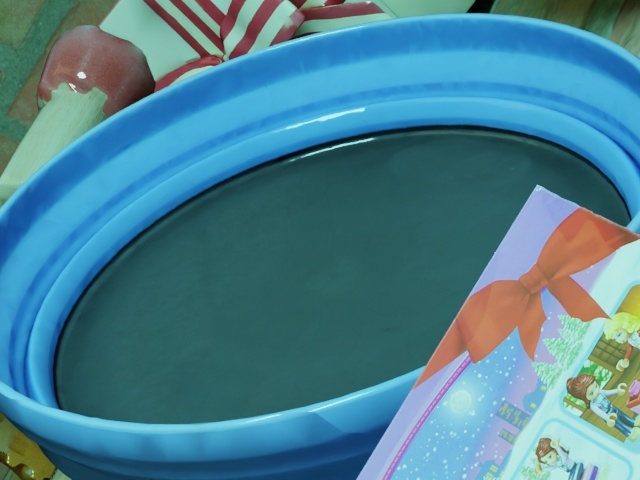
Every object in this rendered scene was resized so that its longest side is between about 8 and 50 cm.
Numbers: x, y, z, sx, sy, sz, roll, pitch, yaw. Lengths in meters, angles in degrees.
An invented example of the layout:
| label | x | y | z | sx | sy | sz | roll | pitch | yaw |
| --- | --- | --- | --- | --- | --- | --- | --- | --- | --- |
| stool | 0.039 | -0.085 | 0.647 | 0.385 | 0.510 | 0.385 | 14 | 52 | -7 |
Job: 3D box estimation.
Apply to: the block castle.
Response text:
| label | x | y | z | sx | sy | sz | roll | pitch | yaw |
| --- | --- | --- | --- | --- | --- | --- | --- | --- | --- |
| block castle | -0.189 | 0.037 | 1.258 | 0.453 | 0.303 | 0.212 | -39 | 23 | 47 |

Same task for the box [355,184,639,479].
| label | x | y | z | sx | sy | sz | roll | pitch | yaw |
| --- | --- | --- | --- | --- | --- | --- | --- | --- | --- |
| box | 0.085 | 0.147 | 0.496 | 0.201 | 0.057 | 0.293 | 30 | 87 | 40 |

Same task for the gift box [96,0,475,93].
| label | x | y | z | sx | sy | sz | roll | pitch | yaw |
| --- | --- | --- | --- | --- | --- | --- | --- | --- | --- |
| gift box | -0.002 | -0.195 | 1.249 | 0.258 | 0.276 | 0.255 | -51 | 4 | -41 |

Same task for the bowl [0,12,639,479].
| label | x | y | z | sx | sy | sz | roll | pitch | yaw |
| --- | --- | --- | --- | --- | --- | --- | --- | --- | --- |
| bowl | 0.000 | 0.000 | 0.791 | 0.391 | 0.077 | 0.391 | -13 | 31 | 8 |
